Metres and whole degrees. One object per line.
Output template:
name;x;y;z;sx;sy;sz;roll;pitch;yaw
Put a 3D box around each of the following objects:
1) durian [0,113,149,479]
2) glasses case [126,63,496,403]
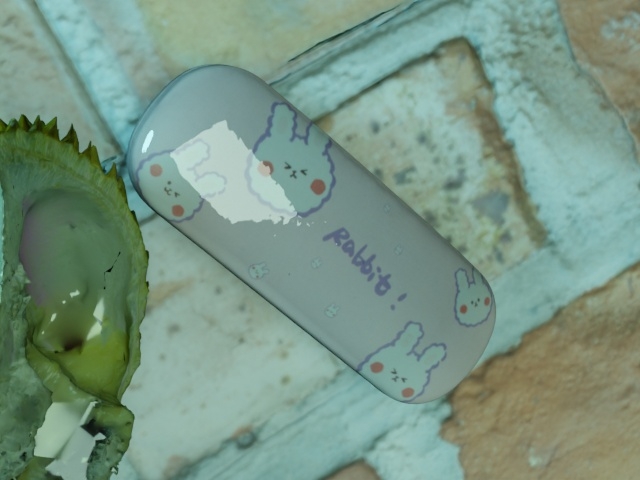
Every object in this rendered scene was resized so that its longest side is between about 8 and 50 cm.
durian;-0.185;0.074;0.700;0.172;0.166;0.306;14;96;-22
glasses case;0.000;0.000;0.795;0.297;0.075;0.113;40;84;-21
